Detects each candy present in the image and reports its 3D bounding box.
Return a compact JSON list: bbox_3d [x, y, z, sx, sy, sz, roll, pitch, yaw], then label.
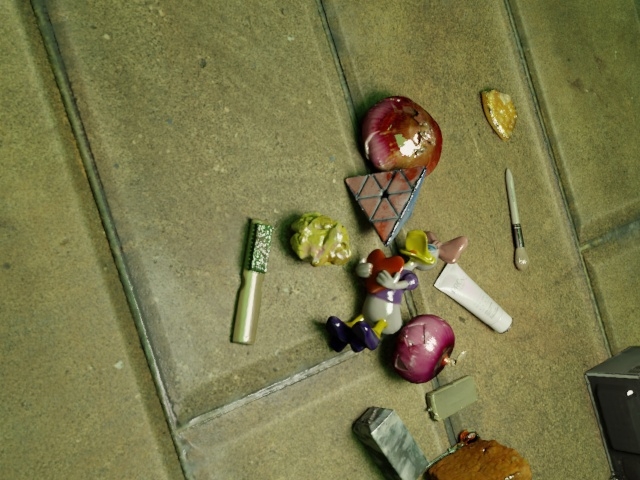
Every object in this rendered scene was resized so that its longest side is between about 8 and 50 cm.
[{"bbox_3d":[0.334,0.540,1.681,0.185,0.049,0.055,-23,64,-21],"label":"candy"}]

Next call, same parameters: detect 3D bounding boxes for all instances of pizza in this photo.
[{"bbox_3d":[0.517,-0.369,1.899,0.099,0.036,0.160,-31,100,-28],"label":"pizza"}]

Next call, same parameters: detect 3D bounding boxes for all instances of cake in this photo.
[{"bbox_3d":[0.415,0.665,1.602,0.199,0.196,0.292,-22,102,-24],"label":"cake"}]

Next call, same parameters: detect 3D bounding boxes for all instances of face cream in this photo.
[{"bbox_3d":[0.415,0.157,1.765,0.244,0.058,0.092,39,71,-13],"label":"face cream"}]

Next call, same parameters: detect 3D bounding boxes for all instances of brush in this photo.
[{"bbox_3d":[0.561,-0.060,1.888,0.042,0.039,0.299,-2,81,-33],"label":"brush"},{"bbox_3d":[-0.147,0.090,1.464,0.054,0.048,0.282,13,79,-24],"label":"brush"}]

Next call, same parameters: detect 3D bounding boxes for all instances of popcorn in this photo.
[{"bbox_3d":[0.000,0.000,1.519,0.126,0.126,0.145,-46,124,0],"label":"popcorn"}]

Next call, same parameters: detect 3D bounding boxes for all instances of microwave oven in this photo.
[{"bbox_3d":[0.988,0.519,1.942,0.287,0.218,0.354,-16,91,-31],"label":"microwave oven"}]

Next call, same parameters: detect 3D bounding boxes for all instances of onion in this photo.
[{"bbox_3d":[0.217,-0.262,1.645,0.230,0.163,0.229,4,78,-21],"label":"onion"},{"bbox_3d":[0.252,0.265,1.593,0.177,0.177,0.153,-35,79,-28],"label":"onion"}]

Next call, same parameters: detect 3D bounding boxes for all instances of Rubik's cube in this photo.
[{"bbox_3d":[0.214,-0.100,1.627,0.178,0.190,0.211,18,42,-59],"label":"Rubik's cube"}]

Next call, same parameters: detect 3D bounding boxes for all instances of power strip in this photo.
[{"bbox_3d":[0.337,0.409,1.701,0.169,0.028,0.076,-15,91,-32],"label":"power strip"}]

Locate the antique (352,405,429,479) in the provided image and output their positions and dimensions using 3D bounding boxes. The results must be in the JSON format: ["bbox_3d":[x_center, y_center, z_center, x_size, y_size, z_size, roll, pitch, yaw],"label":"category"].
[{"bbox_3d":[0.164,0.483,1.560,0.086,0.088,0.183,-39,103,-28],"label":"antique"}]

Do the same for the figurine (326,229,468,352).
[{"bbox_3d":[0.186,0.112,1.584,0.420,0.154,0.193,-53,128,-20],"label":"figurine"}]
